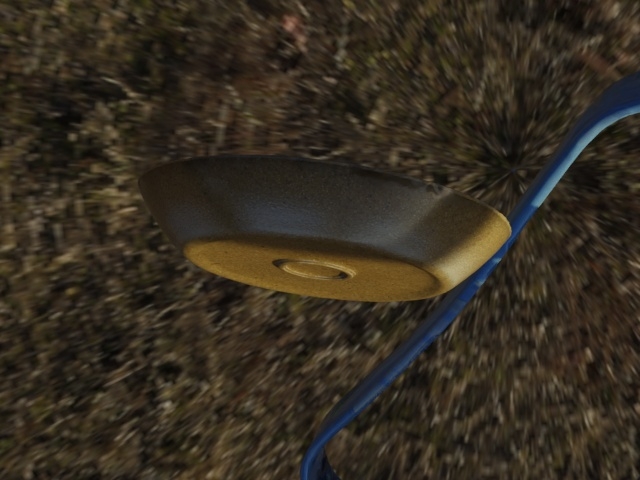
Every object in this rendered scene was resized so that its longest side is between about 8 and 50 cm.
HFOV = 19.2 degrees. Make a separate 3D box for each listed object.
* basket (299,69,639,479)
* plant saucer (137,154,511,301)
[{"bbox_3d":[0.164,0.095,0.715,0.289,0.201,0.255,36,130,-1],"label":"basket"},{"bbox_3d":[0.000,0.000,0.419,0.083,0.083,0.015,6,76,6],"label":"plant saucer"}]
